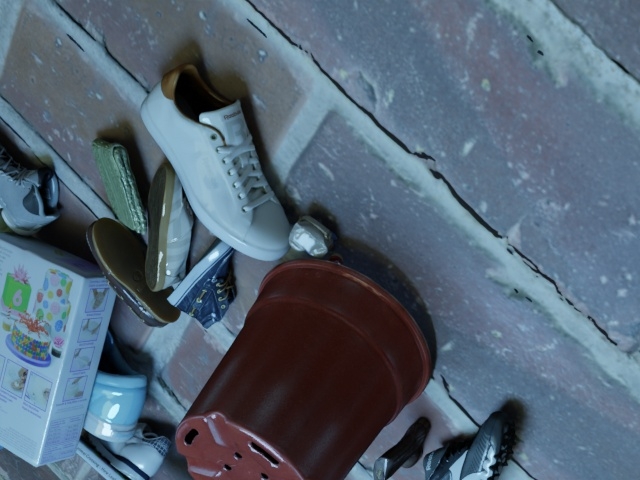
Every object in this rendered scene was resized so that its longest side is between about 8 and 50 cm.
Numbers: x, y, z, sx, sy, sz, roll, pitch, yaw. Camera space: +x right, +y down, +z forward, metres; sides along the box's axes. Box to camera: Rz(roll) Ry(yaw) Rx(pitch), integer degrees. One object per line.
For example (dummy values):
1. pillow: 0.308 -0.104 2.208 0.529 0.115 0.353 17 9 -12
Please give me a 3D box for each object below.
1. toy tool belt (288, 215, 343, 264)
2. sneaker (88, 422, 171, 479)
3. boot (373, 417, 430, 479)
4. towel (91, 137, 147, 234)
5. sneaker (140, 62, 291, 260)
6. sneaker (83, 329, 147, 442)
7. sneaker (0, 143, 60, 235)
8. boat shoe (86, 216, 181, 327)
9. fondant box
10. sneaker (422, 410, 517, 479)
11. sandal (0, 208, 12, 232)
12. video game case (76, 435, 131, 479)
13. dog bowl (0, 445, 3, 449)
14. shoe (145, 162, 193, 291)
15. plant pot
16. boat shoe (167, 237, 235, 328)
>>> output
1. toy tool belt: 0.000 0.000 1.250 0.083 0.051 0.052 37 118 -2
2. sneaker: -0.351 0.379 1.726 0.090 0.095 0.235 47 161 -31
3. boot: 0.104 0.311 1.302 0.037 0.114 0.106 29 130 21
4. towel: -0.304 -0.083 1.421 0.110 0.027 0.148 19 130 56
5. sneaker: -0.126 -0.105 1.234 0.290 0.106 0.123 51 137 2
6. sneaker: -0.435 0.199 1.672 0.366 0.135 0.150 32 102 25
7. sneaker: -0.506 -0.121 1.547 0.132 0.086 0.229 -17 115 38
8. boat shoe: -0.309 0.057 1.487 0.073 0.073 0.207 -14 114 46
9. fondant box: -0.487 0.177 1.571 0.238 0.096 0.330 20 100 29
10. sneaker: 0.190 0.307 1.260 0.106 0.078 0.234 27 131 20
11. sandal: -0.635 -0.134 1.625 0.303 0.086 0.120 48 134 3
12. video game case: -0.416 0.418 1.764 0.193 0.023 0.212 36 164 15
13. dog bowl: -0.750 0.333 2.008 0.166 0.074 0.297 5 118 36
14. shoe: -0.225 -0.021 1.405 0.076 0.058 0.219 54 141 46
15. plant pot: -0.034 0.209 1.212 0.272 0.265 0.272 20 135 21
16. boat shoe: -0.154 0.060 1.395 0.083 0.065 0.183 39 133 -6
